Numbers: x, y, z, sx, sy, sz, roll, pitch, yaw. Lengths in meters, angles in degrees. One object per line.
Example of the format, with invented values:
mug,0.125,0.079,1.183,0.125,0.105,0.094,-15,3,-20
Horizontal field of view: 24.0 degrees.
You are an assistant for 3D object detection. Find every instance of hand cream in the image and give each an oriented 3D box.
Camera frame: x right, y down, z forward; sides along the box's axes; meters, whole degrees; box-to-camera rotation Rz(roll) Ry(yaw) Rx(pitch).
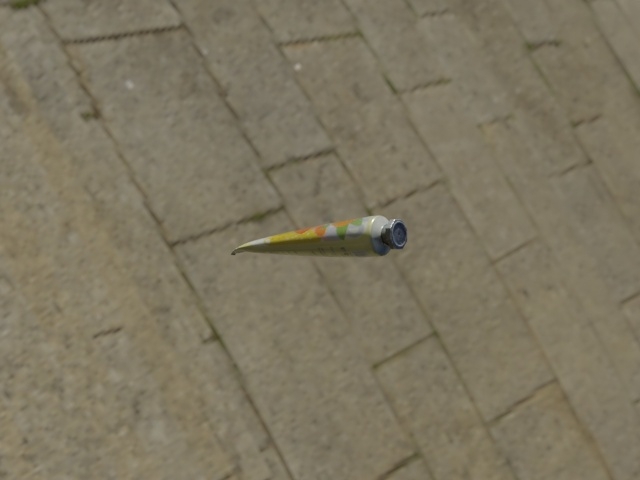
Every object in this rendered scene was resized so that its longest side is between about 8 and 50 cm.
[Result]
hand cream,0.000,0.000,0.811,0.035,0.102,0.022,-14,98,-53
